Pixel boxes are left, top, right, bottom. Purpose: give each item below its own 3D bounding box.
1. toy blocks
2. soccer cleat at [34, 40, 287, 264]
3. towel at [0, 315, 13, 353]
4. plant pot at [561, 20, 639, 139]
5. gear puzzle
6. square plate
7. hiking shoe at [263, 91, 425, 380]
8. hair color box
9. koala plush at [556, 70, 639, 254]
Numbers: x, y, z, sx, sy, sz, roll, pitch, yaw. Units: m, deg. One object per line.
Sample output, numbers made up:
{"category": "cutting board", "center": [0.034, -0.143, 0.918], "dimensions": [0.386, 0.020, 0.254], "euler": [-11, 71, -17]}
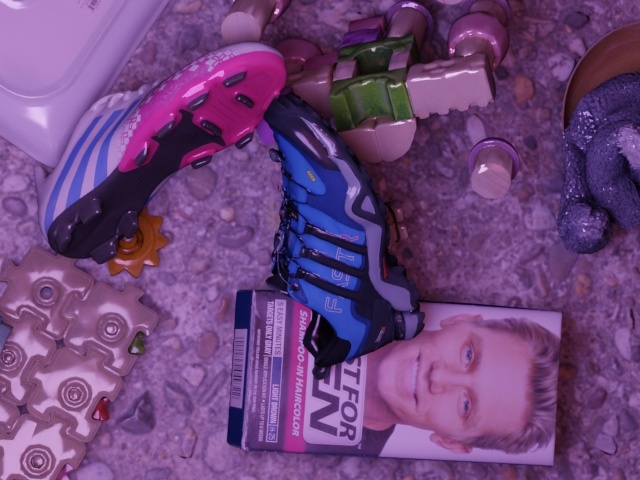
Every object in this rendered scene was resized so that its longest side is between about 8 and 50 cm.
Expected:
{"category": "toy blocks", "center": [0.072, -0.185, 1.931], "dimensions": [0.288, 0.260, 0.309], "euler": [-10, 116, 15]}
{"category": "soccer cleat", "center": [-0.178, -0.118, 1.829], "dimensions": [0.331, 0.116, 0.143], "euler": [-39, 52, 22]}
{"category": "towel", "center": [-0.530, 0.141, 1.831], "dimensions": [0.370, 0.040, 0.271], "euler": [21, 82, -2]}
{"category": "plant pot", "center": [0.385, -0.135, 2.071], "dimensions": [0.236, 0.032, 0.236], "euler": [1, 87, -13]}
{"category": "gear puzzle", "center": [-0.276, 0.102, 1.910], "dimensions": [0.175, 0.044, 0.339], "euler": [29, 78, -2]}
{"category": "square plate", "center": [-0.328, -0.311, 1.911], "dimensions": [0.344, 0.049, 0.347], "euler": [34, 81, -9]}
{"category": "hiking shoe", "center": [0.000, 0.000, 1.794], "dimensions": [0.132, 0.113, 0.304], "euler": [-29, 116, -8]}
{"category": "hair color box", "center": [0.081, 0.149, 1.954], "dimensions": [0.347, 0.105, 0.174], "euler": [4, 87, -13]}
{"category": "koala plush", "center": [0.371, -0.092, 1.936], "dimensions": [0.196, 0.221, 0.203], "euler": [-3, 88, -12]}
